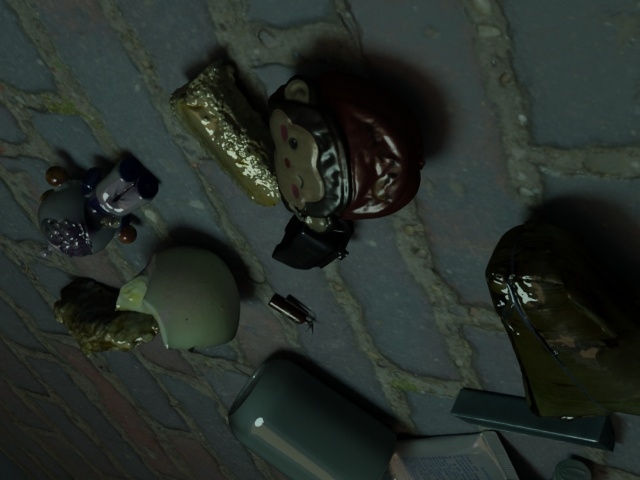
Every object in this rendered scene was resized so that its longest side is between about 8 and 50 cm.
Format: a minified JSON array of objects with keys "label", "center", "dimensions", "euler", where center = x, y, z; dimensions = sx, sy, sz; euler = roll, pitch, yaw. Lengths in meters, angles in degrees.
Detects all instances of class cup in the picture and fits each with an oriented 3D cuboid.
[{"label":"cup","center":[-0.022,0.389,1.811],"dimensions":[0.312,0.205,0.205],"euler":[37,146,-6]}]

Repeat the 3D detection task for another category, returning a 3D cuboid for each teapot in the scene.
[{"label":"teapot","center":[0.000,0.000,1.390],"dimensions":[0.096,0.087,0.177],"euler":[33,147,-12]}]

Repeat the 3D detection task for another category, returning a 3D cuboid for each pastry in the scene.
[{"label":"pastry","center":[-0.113,-0.141,1.298],"dimensions":[0.121,0.089,0.258],"euler":[3,136,54]}]

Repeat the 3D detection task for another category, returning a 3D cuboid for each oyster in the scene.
[{"label":"oyster","center":[-0.496,0.166,1.957],"dimensions":[0.341,0.166,0.110],"euler":[25,159,40]}]

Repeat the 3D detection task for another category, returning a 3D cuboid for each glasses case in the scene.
[{"label":"glasses case","center":[0.371,0.311,1.546],"dimensions":[0.266,0.056,0.105],"euler":[5,163,34]}]

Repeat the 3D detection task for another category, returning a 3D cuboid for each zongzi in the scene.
[{"label":"zongzi","center":[0.411,0.115,1.146],"dimensions":[0.360,0.160,0.323],"euler":[3,139,36]}]

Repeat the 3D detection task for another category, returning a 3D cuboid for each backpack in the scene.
[{"label":"backpack","center":[0.038,-0.118,1.165],"dimensions":[0.229,0.139,0.229],"euler":[19,128,27]}]

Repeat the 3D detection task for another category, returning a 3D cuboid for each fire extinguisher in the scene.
[{"label":"fire extinguisher","center":[-0.047,0.130,1.653],"dimensions":[0.100,0.032,0.046],"euler":[31,113,0]}]

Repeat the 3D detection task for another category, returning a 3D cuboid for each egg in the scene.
[{"label":"egg","center":[-0.249,0.087,1.632],"dimensions":[0.206,0.162,0.271],"euler":[3,-167,-27]}]

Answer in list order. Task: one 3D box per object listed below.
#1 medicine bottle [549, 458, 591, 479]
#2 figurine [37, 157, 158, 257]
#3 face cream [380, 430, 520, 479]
[{"label":"medicine bottle","center":[0.460,0.489,1.661],"dimensions":[0.090,0.090,0.217],"euler":[18,144,19]},{"label":"figurine","center":[-0.400,-0.050,1.604],"dimensions":[0.274,0.133,0.194],"euler":[-4,134,27]},{"label":"face cream","center":[0.236,0.508,1.829],"dimensions":[0.420,0.137,0.235],"euler":[-17,100,45]}]
